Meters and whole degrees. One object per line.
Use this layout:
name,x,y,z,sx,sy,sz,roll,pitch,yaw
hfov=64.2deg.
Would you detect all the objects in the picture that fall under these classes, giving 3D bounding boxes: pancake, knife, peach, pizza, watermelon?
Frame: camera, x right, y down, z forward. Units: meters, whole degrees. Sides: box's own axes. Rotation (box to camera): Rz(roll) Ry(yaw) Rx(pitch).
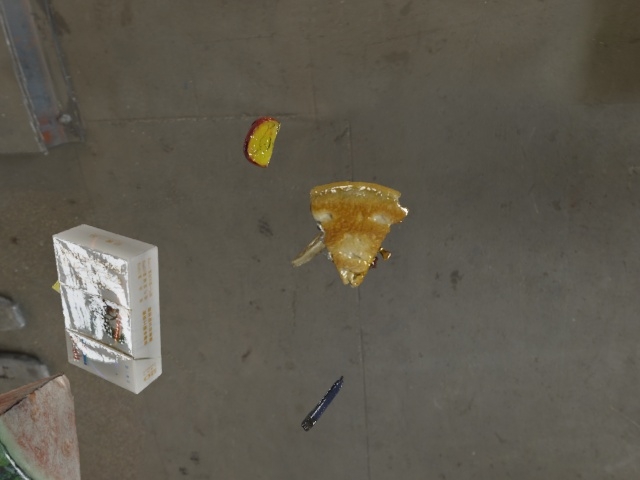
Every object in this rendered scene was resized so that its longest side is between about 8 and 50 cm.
pancake,0.001,0.001,0.966,0.025,0.151,0.152,45,119,-7
knife,0.008,0.293,0.922,0.018,0.121,0.031,43,147,5
peach,-0.184,-0.308,1.561,0.093,0.127,0.172,15,141,-9
pizza,0.060,-0.009,0.840,0.154,0.069,0.193,1,123,1
watermelon,-0.607,0.427,1.031,0.283,0.293,0.250,-7,93,23

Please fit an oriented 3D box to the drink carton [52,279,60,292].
drink carton,-0.626,0.157,1.404,0.200,0.074,0.084,38,78,-16

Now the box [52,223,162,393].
box,-0.324,0.105,0.789,0.150,0.067,0.233,16,115,23
